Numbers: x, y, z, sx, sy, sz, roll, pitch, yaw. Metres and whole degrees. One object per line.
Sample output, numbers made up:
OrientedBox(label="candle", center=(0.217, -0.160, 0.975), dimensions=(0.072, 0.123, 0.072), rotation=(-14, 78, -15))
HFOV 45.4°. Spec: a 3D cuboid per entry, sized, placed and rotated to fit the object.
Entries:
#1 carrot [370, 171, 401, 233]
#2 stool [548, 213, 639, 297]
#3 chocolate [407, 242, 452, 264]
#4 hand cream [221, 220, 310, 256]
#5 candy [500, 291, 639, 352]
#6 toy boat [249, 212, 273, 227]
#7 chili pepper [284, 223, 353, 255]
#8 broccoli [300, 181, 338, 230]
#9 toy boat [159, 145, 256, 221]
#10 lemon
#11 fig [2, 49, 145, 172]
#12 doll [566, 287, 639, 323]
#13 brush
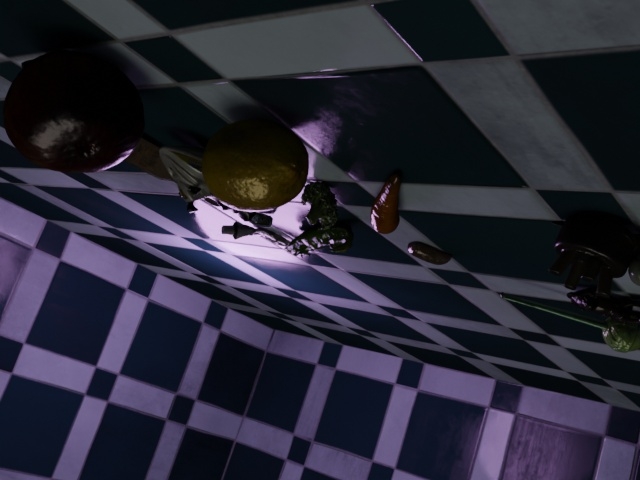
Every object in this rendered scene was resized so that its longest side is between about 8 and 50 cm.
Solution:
OrientedBox(label="carrot", center=(0.127, -0.072, 1.471), dimensions=(0.061, 0.061, 0.257), rotation=(17, 163, 8))
OrientedBox(label="stool", center=(0.483, 0.031, 1.276), dimensions=(0.217, 0.121, 0.125), rotation=(20, 165, 18))
OrientedBox(label="chocolate", center=(0.250, 0.035, 1.769), dimensions=(0.100, 0.031, 0.064), rotation=(21, 171, -14))
OrientedBox(label="hand cream", center=(-0.152, -0.002, 2.115), dimensions=(0.256, 0.050, 0.084), rotation=(17, 169, -18))
OrientedBox(label="candy", center=(0.575, 0.172, 1.744), dimensions=(0.335, 0.093, 0.092), rotation=(18, 176, 9))
OrientedBox(label="toy boat", center=(-0.158, -0.054, 1.941), dimensions=(0.083, 0.038, 0.038), rotation=(12, 165, 26))
OrientedBox(label="chili pepper", center=(0.000, 0.000, 1.868), dimensions=(0.084, 0.076, 0.359), rotation=(-5, 178, -20))
OrientedBox(label="broccoli", center=(-0.005, -0.067, 1.576), dimensions=(0.095, 0.092, 0.097), rotation=(37, 155, 2))
OrientedBox(label="toy boat", center=(-0.215, -0.115, 1.602), dimensions=(0.269, 0.141, 0.140), rotation=(11, 172, -32))
OrientedBox(label="lemon", center=(-0.112, -0.129, 1.333), dimensions=(0.207, 0.170, 0.170), rotation=(6, 161, 32))
OrientedBox(label="fig", center=(-0.421, -0.227, 1.319), dimensions=(0.235, 0.214, 0.235), rotation=(4, 142, 3))
OrientedBox(label="doll", center=(0.606, 0.138, 1.652), dimensions=(0.139, 0.057, 0.165), rotation=(18, 175, -2))
OrientedBox(label="brush", center=(-0.338, -0.163, 1.725), dimensions=(0.327, 0.070, 0.065), rotation=(30, 180, -43))
